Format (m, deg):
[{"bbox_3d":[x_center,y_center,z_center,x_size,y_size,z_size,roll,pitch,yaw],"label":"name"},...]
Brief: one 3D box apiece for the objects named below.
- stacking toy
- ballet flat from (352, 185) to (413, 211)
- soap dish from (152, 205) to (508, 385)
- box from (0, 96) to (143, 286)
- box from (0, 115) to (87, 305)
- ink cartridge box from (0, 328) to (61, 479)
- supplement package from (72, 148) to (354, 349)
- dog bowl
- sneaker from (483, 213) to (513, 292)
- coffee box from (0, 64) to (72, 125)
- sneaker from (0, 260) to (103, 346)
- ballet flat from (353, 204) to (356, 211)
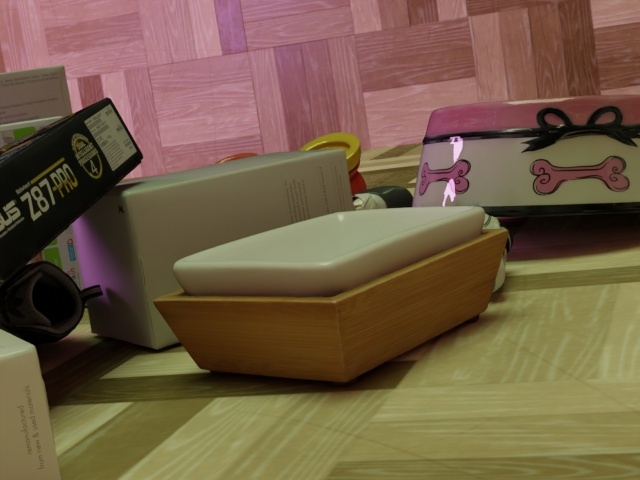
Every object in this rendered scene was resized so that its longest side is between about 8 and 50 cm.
[{"bbox_3d":[-0.073,-0.048,2.029,0.309,0.130,0.279,-8,35,19],"label":"stacking toy"},{"bbox_3d":[0.045,-0.037,1.802,0.203,0.074,0.074,-12,7,17],"label":"ballet flat"},{"bbox_3d":[0.019,0.048,1.134,0.229,0.118,0.291,-1,12,40],"label":"soap dish"},{"bbox_3d":[-0.383,-0.004,1.157,0.318,0.097,0.395,-24,14,18],"label":"box"},{"bbox_3d":[-0.444,-0.022,1.561,0.231,0.262,0.127,-12,9,-18],"label":"box"},{"bbox_3d":[-0.391,0.158,0.826,0.353,0.119,0.207,-12,9,-28],"label":"ink cartridge box"},{"bbox_3d":[-0.122,0.001,1.371,0.293,0.177,0.175,-14,10,-34],"label":"supplement package"},{"bbox_3d":[0.324,-0.114,1.588,0.408,0.150,0.408,-3,3,0],"label":"dog bowl"},{"bbox_3d":[0.187,0.006,1.337,0.086,0.085,0.237,-16,10,1],"label":"sneaker"},{"bbox_3d":[-0.643,-0.103,2.005,0.337,0.338,0.334,-16,11,-43],"label":"coffee box"},{"bbox_3d":[-0.373,0.081,1.264,0.268,0.101,0.153,-12,-6,-39],"label":"sneaker"},{"bbox_3d":[0.000,0.000,1.632,0.086,0.086,0.248,-2,13,37],"label":"ballet flat"}]
